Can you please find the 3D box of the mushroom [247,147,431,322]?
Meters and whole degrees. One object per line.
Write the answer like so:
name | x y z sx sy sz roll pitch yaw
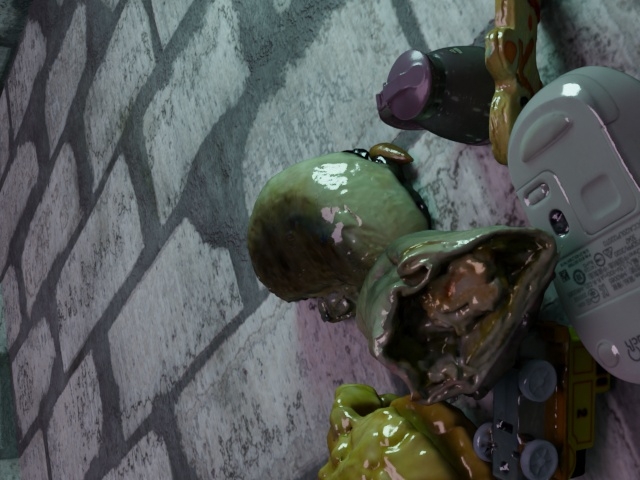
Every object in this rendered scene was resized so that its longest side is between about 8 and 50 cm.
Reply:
mushroom | -0.001 0.000 1.182 0.344 0.130 0.247 -2 94 57

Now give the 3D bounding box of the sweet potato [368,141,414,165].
sweet potato | 0.093 -0.117 1.143 0.095 0.034 0.034 14 99 54

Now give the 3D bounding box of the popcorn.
popcorn | 0.091 0.293 0.963 0.332 0.225 0.265 -107 31 -46

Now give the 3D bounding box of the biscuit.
biscuit | 0.208 -0.194 0.882 0.030 0.153 0.234 0 78 31

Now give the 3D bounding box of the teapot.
teapot | 0.139 -0.176 0.975 0.148 0.146 0.116 28 111 54

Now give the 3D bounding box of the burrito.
burrito | 0.113 0.061 0.879 0.332 0.135 0.190 157 138 -86

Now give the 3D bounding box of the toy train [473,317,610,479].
toy train | 0.227 0.165 0.838 0.089 0.127 0.219 -174 83 -64

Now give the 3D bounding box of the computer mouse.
computer mouse | 0.286 -0.017 0.770 0.296 0.121 0.184 64 147 17
